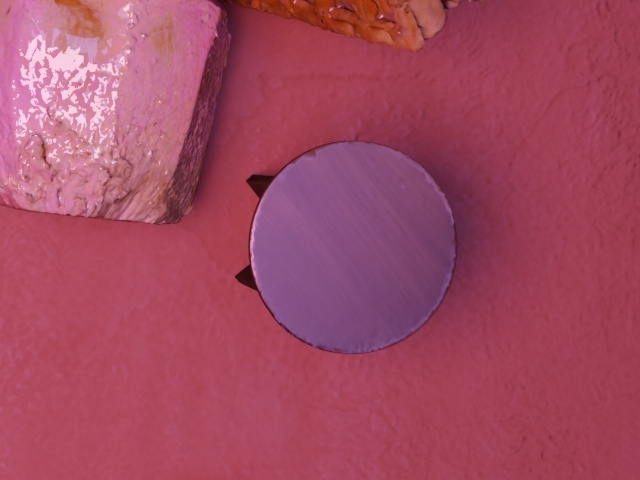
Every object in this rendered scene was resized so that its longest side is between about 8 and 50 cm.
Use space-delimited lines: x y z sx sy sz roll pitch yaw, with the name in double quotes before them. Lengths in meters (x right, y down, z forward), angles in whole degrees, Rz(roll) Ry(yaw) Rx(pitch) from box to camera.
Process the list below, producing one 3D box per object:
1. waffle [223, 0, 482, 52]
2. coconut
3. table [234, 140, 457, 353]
"waffle" -0.029 -0.277 1.122 0.091 0.308 0.213 -41 131 -25
"coconut" -0.185 -0.141 1.159 0.233 0.233 0.245 8 94 -13
"table" 0.000 0.000 1.203 0.167 0.226 0.167 -1 93 -14
